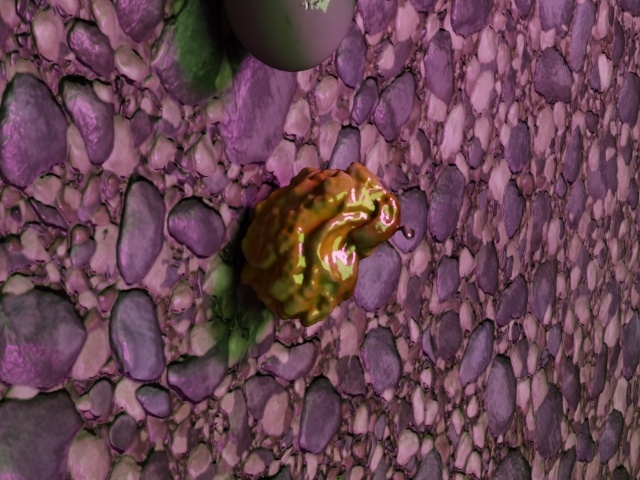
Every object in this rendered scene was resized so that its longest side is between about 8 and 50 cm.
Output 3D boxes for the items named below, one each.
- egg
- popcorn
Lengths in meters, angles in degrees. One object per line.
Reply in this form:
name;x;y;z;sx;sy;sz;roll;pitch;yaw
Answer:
egg;-0.035;-0.281;1.523;0.146;0.146;0.199;-12;97;-55
popcorn;-0.007;-0.007;1.611;0.140;0.163;0.194;38;94;-30
